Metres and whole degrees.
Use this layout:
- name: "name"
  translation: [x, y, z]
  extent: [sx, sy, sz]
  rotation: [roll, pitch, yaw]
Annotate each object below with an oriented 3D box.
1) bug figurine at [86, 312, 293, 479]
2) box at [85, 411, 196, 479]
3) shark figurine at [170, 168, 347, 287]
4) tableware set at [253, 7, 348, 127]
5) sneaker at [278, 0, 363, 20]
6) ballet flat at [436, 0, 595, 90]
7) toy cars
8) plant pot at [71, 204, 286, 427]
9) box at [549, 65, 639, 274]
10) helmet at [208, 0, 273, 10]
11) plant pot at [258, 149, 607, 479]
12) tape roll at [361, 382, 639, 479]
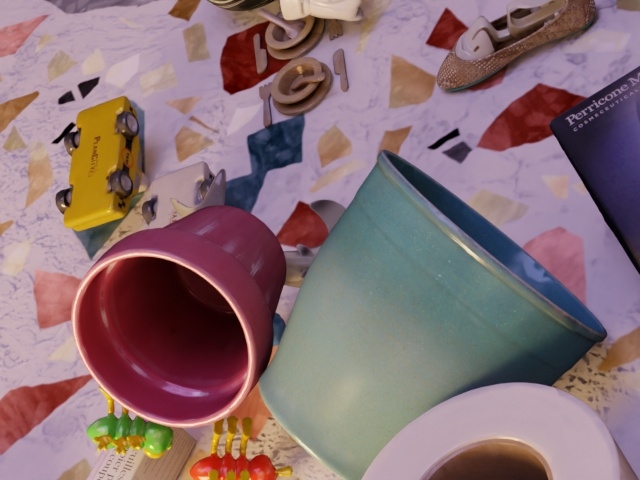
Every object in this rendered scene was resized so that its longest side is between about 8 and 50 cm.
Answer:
- name: "bug figurine"
  translation: [-0.131, 0.161, 1.577]
  extent: [0.216, 0.072, 0.279]
  rotation: [7, 48, -3]
- name: "box"
  translation: [-0.243, 0.330, 1.570]
  extent: [0.063, 0.067, 0.324]
  rotation: [9, 62, 39]
- name: "shark figurine"
  translation: [-0.022, 0.017, 1.632]
  extent: [0.116, 0.278, 0.166]
  rotation: [149, 120, -70]
- name: "tableware set"
  translation: [-0.034, -0.243, 1.923]
  extent: [0.128, 0.039, 0.194]
  rotation: [-24, 45, 17]
- name: "sneaker"
  translation: [0.046, -0.395, 1.964]
  extent: [0.118, 0.110, 0.292]
  rotation: [13, 58, 17]
- name: "ballet flat"
  translation: [0.217, -0.246, 1.727]
  extent: [0.206, 0.067, 0.073]
  rotation: [-28, 45, 14]
- name: "toy cars"
  translation: [-0.214, -0.040, 1.852]
  extent: [0.176, 0.087, 0.393]
  rotation: [-49, 46, -2]
- name: "plant pot"
  translation: [-0.125, 0.058, 1.504]
  extent: [0.201, 0.201, 0.180]
  rotation: [-12, 22, 27]
- name: "box"
  translation: [0.412, -0.052, 1.345]
  extent: [0.296, 0.183, 0.294]
  rotation: [-32, 41, 8]
- name: "helmet"
  translation: [-0.108, -0.391, 2.013]
  extent: [0.161, 0.169, 0.169]
  rotation: [-15, 48, 18]
- name: "plant pot"
  translation: [0.084, 0.096, 1.406]
  extent: [0.255, 0.271, 0.271]
  rotation: [-50, 41, 9]
- name: "tape roll"
  translation: [0.164, 0.265, 1.242]
  extent: [0.246, 0.169, 0.246]
  rotation: [-21, 39, 18]
